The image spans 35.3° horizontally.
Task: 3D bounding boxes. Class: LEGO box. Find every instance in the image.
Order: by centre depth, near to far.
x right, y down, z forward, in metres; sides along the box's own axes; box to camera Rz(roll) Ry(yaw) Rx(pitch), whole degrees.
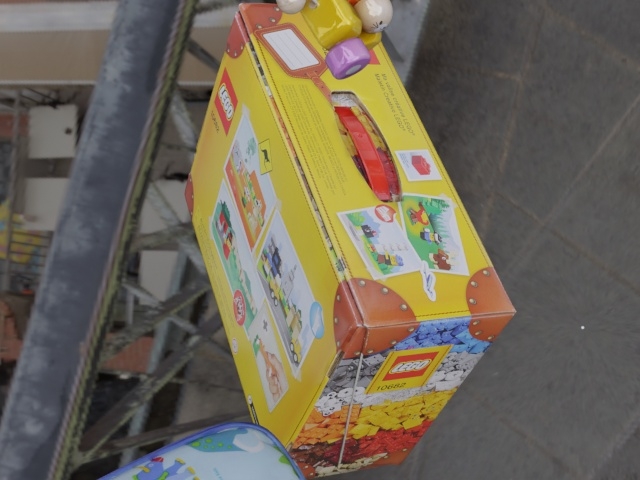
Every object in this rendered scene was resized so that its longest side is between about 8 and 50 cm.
[{"bbox_3d":[0.000,0.000,1.305,0.193,0.372,0.500,-4,54,-25],"label":"LEGO box"}]

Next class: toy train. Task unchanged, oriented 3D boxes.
[{"bbox_3d":[-0.005,-0.142,0.451,0.046,0.166,0.125,-32,106,19],"label":"toy train"}]

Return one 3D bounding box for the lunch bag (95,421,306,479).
[{"bbox_3d":[-0.059,0.226,0.594,0.176,0.090,0.219,-17,52,-29],"label":"lunch bag"}]
